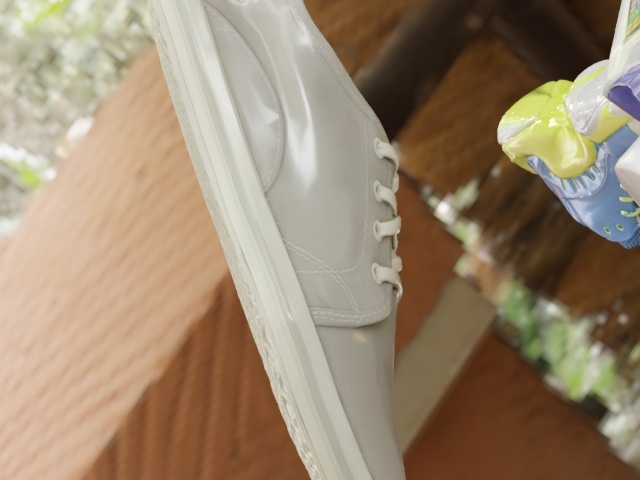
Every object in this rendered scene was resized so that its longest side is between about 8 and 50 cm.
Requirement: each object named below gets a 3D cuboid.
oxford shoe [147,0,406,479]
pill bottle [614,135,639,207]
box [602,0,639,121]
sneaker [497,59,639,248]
[{"bbox_3d":[0.000,0.000,1.271,0.169,0.130,0.449,110,-37,-77],"label":"oxford shoe"},{"bbox_3d":[0.364,-0.132,1.064,0.229,0.407,0.229,43,1,0],"label":"pill bottle"},{"bbox_3d":[0.091,-0.073,0.342,0.028,0.136,0.081,32,-46,-15],"label":"box"},{"bbox_3d":[0.218,-0.064,1.314,0.126,0.091,0.240,50,-16,-10],"label":"sneaker"}]
